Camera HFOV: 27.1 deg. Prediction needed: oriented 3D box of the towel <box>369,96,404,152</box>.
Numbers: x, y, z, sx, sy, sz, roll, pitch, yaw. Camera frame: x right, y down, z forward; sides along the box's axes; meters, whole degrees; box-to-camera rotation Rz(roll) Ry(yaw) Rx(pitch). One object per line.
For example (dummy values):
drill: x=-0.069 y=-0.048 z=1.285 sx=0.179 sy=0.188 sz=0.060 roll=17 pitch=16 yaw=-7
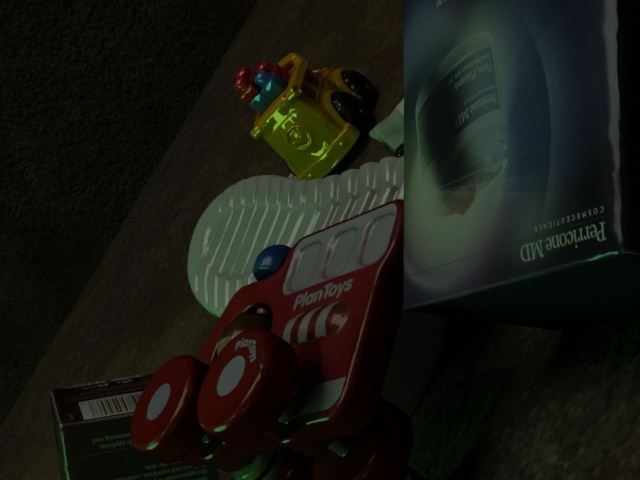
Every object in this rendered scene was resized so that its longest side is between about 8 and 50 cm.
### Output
towel: x=0.198 y=-0.253 z=1.836 sx=0.325 sy=0.038 sz=0.248 roll=-53 pitch=17 yaw=3

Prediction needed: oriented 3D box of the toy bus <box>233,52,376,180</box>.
toy bus: x=-0.036 y=-0.223 z=2.115 sx=0.149 sy=0.211 sz=0.220 roll=-46 pitch=17 yaw=30

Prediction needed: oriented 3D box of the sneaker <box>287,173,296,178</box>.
sneaker: x=-0.074 y=-0.066 z=2.136 sx=0.057 sy=0.075 sz=0.161 roll=-32 pitch=28 yaw=52

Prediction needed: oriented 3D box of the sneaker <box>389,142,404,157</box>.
sneaker: x=0.104 y=-0.033 z=1.481 sx=0.107 sy=0.110 sz=0.275 roll=-69 pitch=11 yaw=-19

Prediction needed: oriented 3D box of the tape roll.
tape roll: x=0.010 y=0.143 z=1.448 sx=0.286 sy=0.100 sz=0.286 roll=-48 pitch=17 yaw=19

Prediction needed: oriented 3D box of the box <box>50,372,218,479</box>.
box: x=-0.210 y=0.271 z=1.517 sx=0.167 sy=0.168 sz=0.203 roll=-156 pitch=59 yaw=-73

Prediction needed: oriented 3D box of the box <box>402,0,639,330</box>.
box: x=0.208 y=-0.096 z=1.049 sx=0.296 sy=0.182 sz=0.294 roll=-23 pitch=64 yaw=61

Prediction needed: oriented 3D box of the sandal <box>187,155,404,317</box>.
sandal: x=-0.004 y=0.015 z=1.413 sx=0.416 sy=0.102 sz=0.169 roll=-6 pitch=63 yaw=52

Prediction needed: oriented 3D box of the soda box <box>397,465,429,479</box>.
soda box: x=0.038 y=0.282 z=1.161 sx=0.181 sy=0.058 sz=0.061 roll=-53 pitch=17 yaw=1

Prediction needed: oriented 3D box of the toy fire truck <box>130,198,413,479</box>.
toy fire truck: x=-0.028 y=0.105 z=1.222 sx=0.302 sy=0.169 sz=0.254 roll=-22 pitch=42 yaw=51
